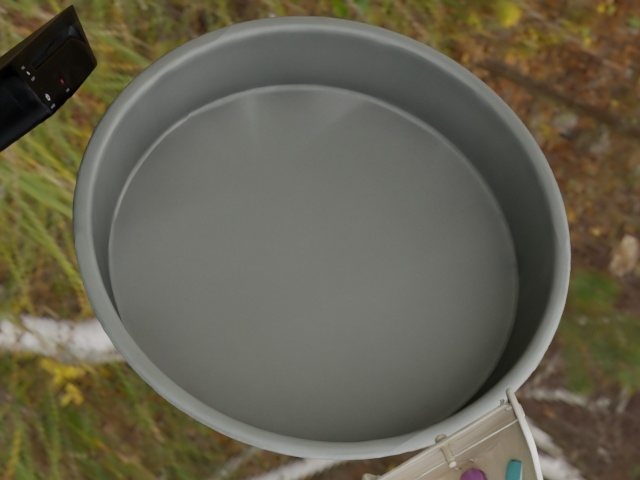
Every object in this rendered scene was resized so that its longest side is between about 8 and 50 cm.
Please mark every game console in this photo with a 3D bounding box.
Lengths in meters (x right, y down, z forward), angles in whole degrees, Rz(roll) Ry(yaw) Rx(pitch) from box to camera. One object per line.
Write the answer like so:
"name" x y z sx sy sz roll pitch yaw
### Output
"game console" -0.242 -0.010 0.835 0.213 0.361 0.044 -32 105 20

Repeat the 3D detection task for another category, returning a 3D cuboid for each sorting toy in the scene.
"sorting toy" 0.074 0.125 0.740 0.083 0.075 0.045 -32 142 12

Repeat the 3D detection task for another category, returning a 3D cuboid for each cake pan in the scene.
"cake pan" 0.000 0.000 0.947 0.293 0.293 0.054 -37 164 -25
